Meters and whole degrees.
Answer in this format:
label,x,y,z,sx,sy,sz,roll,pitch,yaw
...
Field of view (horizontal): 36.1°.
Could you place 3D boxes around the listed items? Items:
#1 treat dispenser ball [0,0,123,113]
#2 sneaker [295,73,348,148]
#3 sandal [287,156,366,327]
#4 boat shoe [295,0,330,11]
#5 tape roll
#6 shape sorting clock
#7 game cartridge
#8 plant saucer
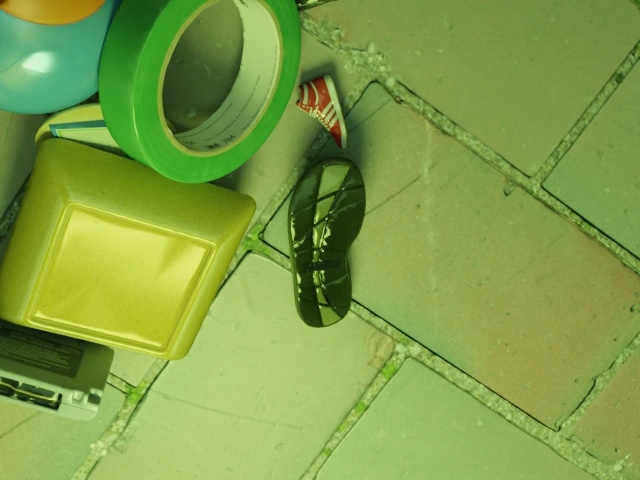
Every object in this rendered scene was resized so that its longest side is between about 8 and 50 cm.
label,x,y,z,sx,sy,sz,roll,pitch,yaw
treat dispenser ball,-0.395,-0.315,1.324,0.288,0.288,0.288,-2,107,-5
sneaker,0.001,-0.193,1.529,0.067,0.042,0.118,-17,100,-5
sandal,-0.002,0.001,1.573,0.120,0.086,0.303,-1,122,-12
boat shoe,0.021,-0.397,1.453,0.223,0.073,0.080,-20,108,0
tape roll,-0.160,-0.241,1.374,0.077,0.321,0.321,28,107,32
shape sorting clock,-0.314,-0.148,1.451,0.206,0.206,0.040,-1,66,-6
game cartridge,-0.471,0.176,1.512,0.294,0.196,0.060,19,111,-10
plant saucer,-0.303,0.043,1.489,0.333,0.081,0.333,17,119,-19
